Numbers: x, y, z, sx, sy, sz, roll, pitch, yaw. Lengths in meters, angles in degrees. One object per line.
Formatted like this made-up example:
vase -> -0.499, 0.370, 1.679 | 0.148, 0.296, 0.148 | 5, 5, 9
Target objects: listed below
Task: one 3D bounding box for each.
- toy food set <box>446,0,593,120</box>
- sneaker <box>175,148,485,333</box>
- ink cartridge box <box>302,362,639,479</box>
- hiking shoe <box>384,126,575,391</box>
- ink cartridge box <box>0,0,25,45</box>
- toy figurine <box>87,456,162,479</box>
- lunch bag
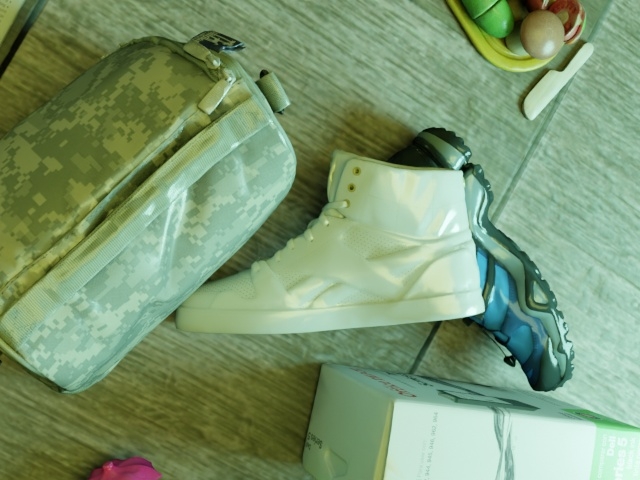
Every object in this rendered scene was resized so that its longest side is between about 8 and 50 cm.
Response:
toy food set -> 0.219, -0.249, 1.110 | 0.128, 0.071, 0.218 | -40, 105, -13
sneaker -> 0.000, 0.000, 1.005 | 0.293, 0.108, 0.169 | -6, 93, 4
ink cartridge box -> 0.145, 0.206, 1.043 | 0.273, 0.198, 0.114 | 10, 90, -20
hiking shoe -> 0.145, 0.038, 1.094 | 0.132, 0.113, 0.304 | -32, 94, -4
ink cartridge box -> -0.398, -0.214, 0.847 | 0.296, 0.066, 0.261 | 19, 114, -42
toy figurine -> -0.164, 0.281, 1.006 | 0.159, 0.130, 0.173 | 35, 106, -4
lunch bag -> -0.173, -0.025, 0.890 | 0.305, 0.256, 0.212 | -44, 106, -12
